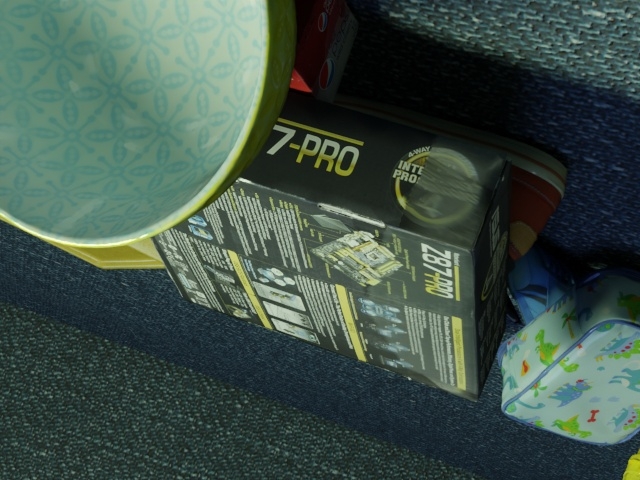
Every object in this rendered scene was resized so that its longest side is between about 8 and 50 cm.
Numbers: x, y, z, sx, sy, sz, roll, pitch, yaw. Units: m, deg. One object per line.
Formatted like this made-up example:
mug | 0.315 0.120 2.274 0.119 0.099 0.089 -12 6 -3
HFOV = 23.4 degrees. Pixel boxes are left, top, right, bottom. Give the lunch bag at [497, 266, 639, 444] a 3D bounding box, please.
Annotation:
lunch bag | 0.302 0.125 1.612 0.176 0.090 0.219 18 139 -20

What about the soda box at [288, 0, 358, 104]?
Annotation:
soda box | -0.108 -0.179 1.227 0.263 0.083 0.092 14 165 23

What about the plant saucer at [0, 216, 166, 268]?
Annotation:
plant saucer | -0.329 -0.044 2.080 0.332 0.081 0.332 28 164 -28

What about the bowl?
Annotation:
bowl | -0.127 -0.147 1.087 0.289 0.290 0.156 15 -166 23

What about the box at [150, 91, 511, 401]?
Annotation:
box | 0.000 0.000 1.331 0.318 0.097 0.395 19 161 14

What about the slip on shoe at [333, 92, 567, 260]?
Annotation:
slip on shoe | 0.057 -0.061 1.407 0.331 0.101 0.123 16 167 24

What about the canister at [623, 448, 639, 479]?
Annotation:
canister | 0.421 0.212 1.678 0.126 0.170 0.073 23 157 19

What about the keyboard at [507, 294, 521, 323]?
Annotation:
keyboard | 0.170 0.026 1.595 0.100 0.038 0.192 40 -173 -7

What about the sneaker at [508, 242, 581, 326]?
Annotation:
sneaker | 0.234 0.035 1.624 0.082 0.069 0.209 -20 143 11
